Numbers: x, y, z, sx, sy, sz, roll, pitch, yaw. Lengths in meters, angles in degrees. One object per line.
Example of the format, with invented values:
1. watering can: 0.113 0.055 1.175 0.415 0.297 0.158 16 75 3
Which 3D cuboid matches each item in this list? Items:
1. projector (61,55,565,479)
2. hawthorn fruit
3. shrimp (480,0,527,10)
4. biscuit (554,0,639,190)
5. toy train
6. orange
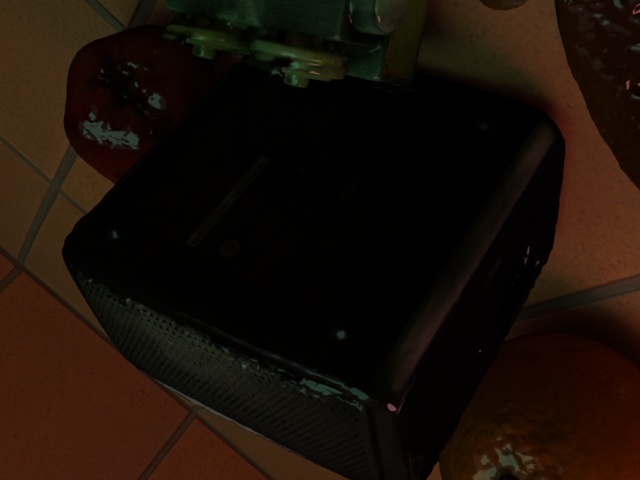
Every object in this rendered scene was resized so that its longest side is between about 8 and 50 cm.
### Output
1. projector: 0.000 0.000 0.854 0.405 0.395 0.242 21 148 27
2. hawthorn fruit: -0.243 -0.164 1.094 0.211 0.211 0.299 34 159 6
3. shrimp: 0.147 -0.298 0.625 0.236 0.053 0.133 89 159 -46
4. biscuit: 0.367 -0.141 0.595 0.350 0.070 0.394 1 135 42
5. toy train: -0.027 -0.234 0.754 0.271 0.188 0.159 19 106 31
6. orange: 0.301 0.271 1.006 0.312 0.312 0.312 27 149 18
